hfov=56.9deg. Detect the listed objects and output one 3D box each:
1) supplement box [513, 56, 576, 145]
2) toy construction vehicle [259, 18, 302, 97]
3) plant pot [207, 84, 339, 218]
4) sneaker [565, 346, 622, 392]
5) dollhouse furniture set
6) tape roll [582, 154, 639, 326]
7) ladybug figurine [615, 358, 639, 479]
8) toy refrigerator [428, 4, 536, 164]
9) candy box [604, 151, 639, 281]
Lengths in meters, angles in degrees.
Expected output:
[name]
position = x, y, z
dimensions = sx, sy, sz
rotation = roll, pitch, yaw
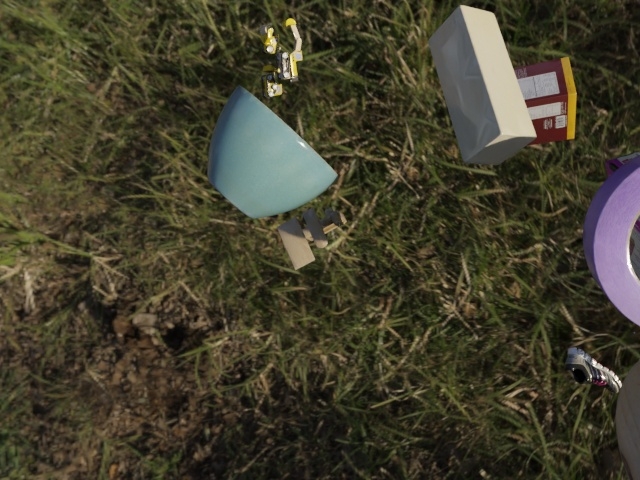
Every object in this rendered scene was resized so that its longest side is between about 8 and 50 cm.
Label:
[supplement box]
position = 0.584, -0.369, 1.618
dimensions = 0.194, 0.191, 0.129
rotation = -7, 60, 18
[toy construction vehicle]
position = -0.055, -0.252, 0.825
dimensions = 0.086, 0.035, 0.098
rotation = 17, 114, 62
[plant pot]
position = -0.131, -0.163, 1.284
dimensions = 0.195, 0.290, 0.290
rotation = -48, 64, 2
[sneaker]
position = 0.720, 0.362, 1.574
dimensions = 0.170, 0.063, 0.075
rotation = 38, 70, -1
[dollhouse furniture set]
position = 0.000, 0.000, 1.536
dimensions = 0.144, 0.151, 0.123
rotation = -29, 70, 13
[tape roll]
position = 0.528, 0.000, 0.842
dimensions = 0.274, 0.090, 0.275
rotation = 3, 101, 14
[ladybug figurine]
position = 0.743, 0.410, 1.114
dimensions = 0.305, 0.162, 0.449
rotation = -26, 48, 27
[toy refrigerator]
position = 0.292, -0.280, 1.075
dimensions = 0.102, 0.094, 0.270
rotation = -42, 55, 54
[candy box]
position = 0.585, -0.021, 1.055
dimensions = 0.071, 0.159, 0.233
rotation = -16, 117, 7
